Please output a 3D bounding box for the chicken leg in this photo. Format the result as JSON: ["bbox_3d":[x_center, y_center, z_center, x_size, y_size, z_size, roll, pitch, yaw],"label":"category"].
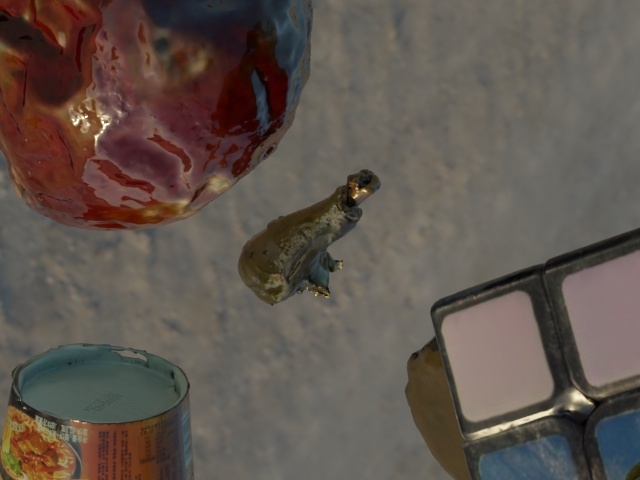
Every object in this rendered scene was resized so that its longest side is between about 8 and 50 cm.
[{"bbox_3d":[-0.003,-0.001,1.973,0.207,0.101,0.085,-41,-161,34],"label":"chicken leg"}]

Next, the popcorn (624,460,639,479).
[{"bbox_3d":[0.235,0.175,0.957,0.189,0.169,0.218,-22,159,5],"label":"popcorn"}]

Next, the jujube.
[{"bbox_3d":[-0.159,-0.147,1.527,0.276,0.276,0.377,-49,-167,-18],"label":"jujube"}]

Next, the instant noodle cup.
[{"bbox_3d":[-0.222,0.220,1.856,0.230,0.230,0.182,-23,126,-48],"label":"instant noodle cup"}]

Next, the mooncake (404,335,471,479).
[{"bbox_3d":[0.198,0.155,1.777,0.124,0.228,0.228,-42,148,-32],"label":"mooncake"}]

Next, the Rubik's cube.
[{"bbox_3d":[0.342,0.156,1.459,0.363,0.362,0.358,1,74,-47],"label":"Rubik's cube"}]
